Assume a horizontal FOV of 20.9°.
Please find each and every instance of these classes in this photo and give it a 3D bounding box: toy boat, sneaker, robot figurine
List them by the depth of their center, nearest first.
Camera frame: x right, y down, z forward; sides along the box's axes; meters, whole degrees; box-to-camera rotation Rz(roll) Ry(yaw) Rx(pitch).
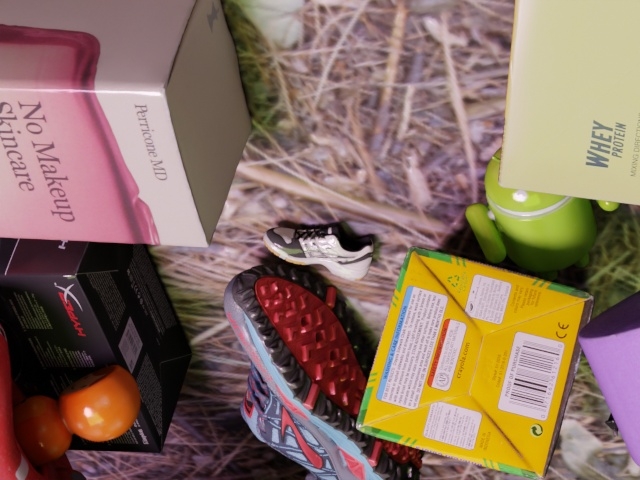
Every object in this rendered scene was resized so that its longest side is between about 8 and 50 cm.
[{"bbox_3d":[0.150,-0.025,1.184,0.101,0.067,0.115,-23,133,0],"label":"robot figurine"},{"bbox_3d":[-0.205,0.137,1.280,0.151,0.151,0.231,-27,131,-1],"label":"toy boat"},{"bbox_3d":[0.000,0.000,1.294,0.083,0.032,0.037,15,126,-7],"label":"sneaker"},{"bbox_3d":[-0.022,0.124,1.380,0.125,0.104,0.262,-10,133,30],"label":"sneaker"}]

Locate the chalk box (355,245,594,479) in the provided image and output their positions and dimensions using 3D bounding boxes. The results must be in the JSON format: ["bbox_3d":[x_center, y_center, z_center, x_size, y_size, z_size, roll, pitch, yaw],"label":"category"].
[{"bbox_3d":[0.114,0.087,1.237,0.132,0.132,0.213,15,177,8],"label":"chalk box"}]

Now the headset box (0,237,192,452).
[{"bbox_3d":[-0.278,0.061,1.383,0.293,0.110,0.218,-1,136,18],"label":"headset box"}]

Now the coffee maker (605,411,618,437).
[{"bbox_3d":[0.342,0.160,1.312,0.171,0.120,0.178,5,143,48],"label":"coffee maker"}]

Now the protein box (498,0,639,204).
[{"bbox_3d":[0.213,-0.133,0.958,0.201,0.136,0.199,8,123,9],"label":"protein box"}]

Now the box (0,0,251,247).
[{"bbox_3d":[-0.181,-0.091,1.169,0.232,0.126,0.148,3,137,15],"label":"box"}]

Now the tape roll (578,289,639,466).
[{"bbox_3d":[0.300,0.043,1.055,0.275,0.275,0.090,-24,89,37],"label":"tape roll"}]
